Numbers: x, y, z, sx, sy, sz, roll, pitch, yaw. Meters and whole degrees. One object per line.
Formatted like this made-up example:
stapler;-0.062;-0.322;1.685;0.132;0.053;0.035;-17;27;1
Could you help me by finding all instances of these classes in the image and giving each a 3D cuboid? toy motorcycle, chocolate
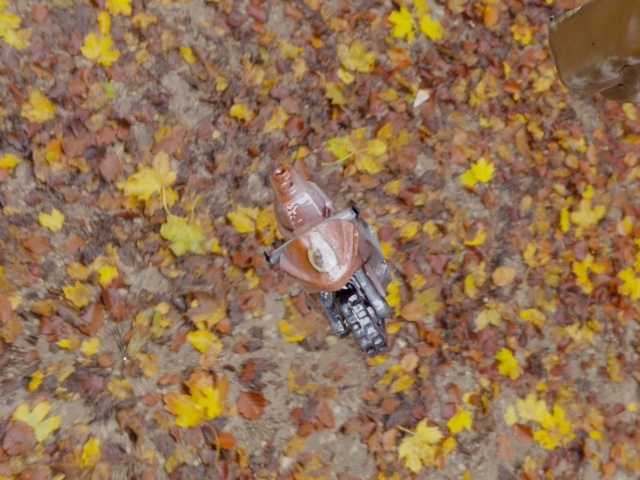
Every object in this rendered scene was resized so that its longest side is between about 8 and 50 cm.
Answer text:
toy motorcycle;0.000;0.000;0.532;0.084;0.212;0.118;-31;129;3
chocolate;0.333;-0.185;0.593;0.214;0.148;0.093;1;76;-30
